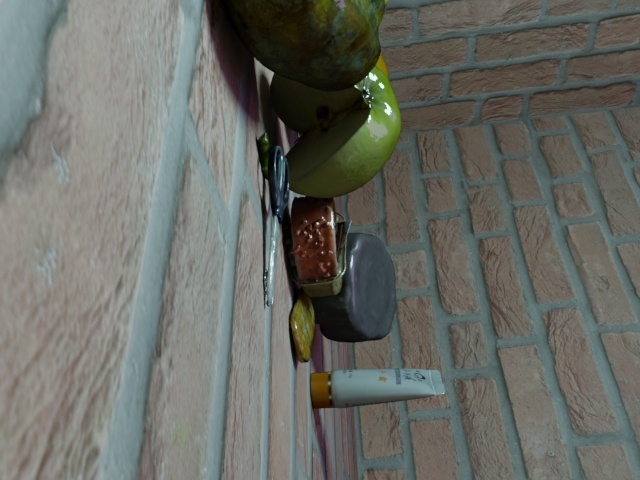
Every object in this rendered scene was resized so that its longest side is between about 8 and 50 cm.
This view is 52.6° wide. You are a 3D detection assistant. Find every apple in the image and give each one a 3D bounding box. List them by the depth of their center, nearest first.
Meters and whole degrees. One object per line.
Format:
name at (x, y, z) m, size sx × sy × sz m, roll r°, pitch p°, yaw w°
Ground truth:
apple at (0.038, -0.236, 1.315) m, size 0.233 × 0.257 × 0.295 m, roll 1°, pitch 74°, yaw -42°

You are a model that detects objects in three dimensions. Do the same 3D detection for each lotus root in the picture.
lotus root at (-0.028, -0.378, 1.024) m, size 0.346 × 0.250 × 0.251 m, roll 12°, pitch 72°, yaw -76°

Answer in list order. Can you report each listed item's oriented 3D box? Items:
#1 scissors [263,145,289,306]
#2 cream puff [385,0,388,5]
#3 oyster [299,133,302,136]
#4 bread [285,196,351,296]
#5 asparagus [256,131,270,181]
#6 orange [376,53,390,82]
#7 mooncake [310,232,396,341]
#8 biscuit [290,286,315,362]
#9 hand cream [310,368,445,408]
scissors at (-0.079, -0.025, 1.130) m, size 0.109 × 0.022 × 0.300 m, roll 66°, pitch 25°, yaw -62°
cream puff at (0.020, -0.659, 1.738) m, size 0.291 × 0.257 × 0.324 m, roll -42°, pitch -158°, yaw 39°
oyster at (-0.062, -0.332, 1.806) m, size 0.083 × 0.038 × 0.081 m, roll 57°, pitch -32°, yaw 21°
bread at (0.000, 0.000, 1.416) m, size 0.224 × 0.142 × 0.212 m, roll -90°, pitch 175°, yaw -45°
asparagus at (-0.098, -0.144, 1.171) m, size 0.025 × 0.021 × 0.108 m, roll -72°, pitch 158°, yaw -59°
orange at (0.035, -0.386, 1.597) m, size 0.274 × 0.274 × 0.274 m, roll -6°, pitch 90°, yaw -85°
mooncake at (0.080, 0.126, 1.661) m, size 0.306 × 0.154 × 0.306 m, roll 20°, pitch 67°, yaw -57°
biscuit at (-0.039, 0.179, 1.408) m, size 0.247 × 0.029 × 0.119 m, roll -72°, pitch 149°, yaw -76°
hand cream at (0.134, 0.351, 1.535) m, size 0.140 × 0.314 × 0.089 m, roll -85°, pitch 171°, yaw -79°
